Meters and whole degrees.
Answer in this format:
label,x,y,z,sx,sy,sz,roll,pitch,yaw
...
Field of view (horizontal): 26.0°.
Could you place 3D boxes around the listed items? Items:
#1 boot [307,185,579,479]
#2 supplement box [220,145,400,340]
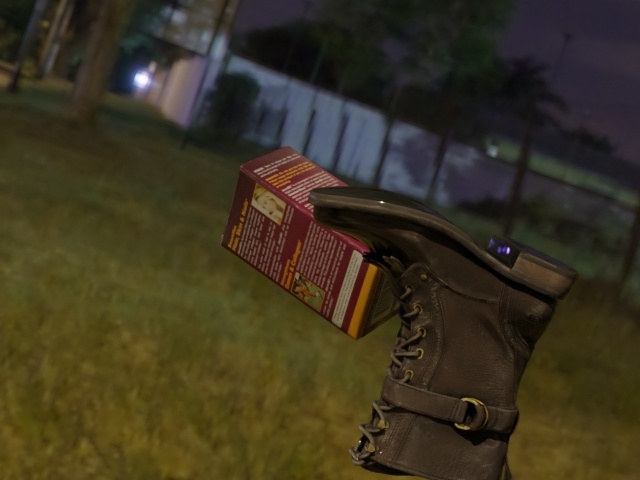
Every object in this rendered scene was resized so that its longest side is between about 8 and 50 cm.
label,x,y,z,sx,sy,sz,roll,pitch,yaw
boot,0.078,0.090,1.169,0.263,0.229,0.091,22,8,-7
supplement box,0.000,0.000,1.398,0.188,0.104,0.081,35,38,25
